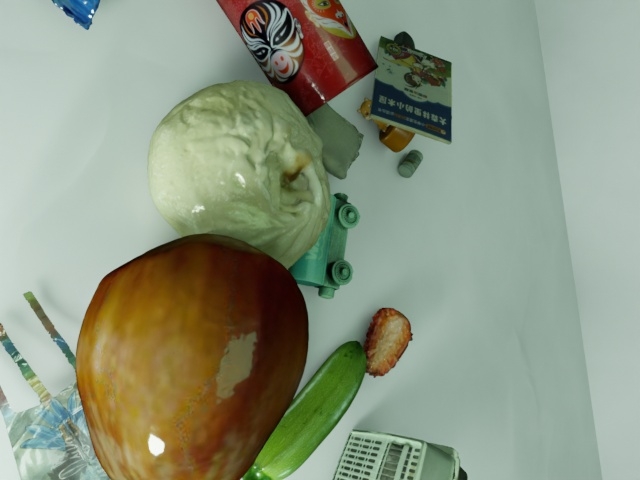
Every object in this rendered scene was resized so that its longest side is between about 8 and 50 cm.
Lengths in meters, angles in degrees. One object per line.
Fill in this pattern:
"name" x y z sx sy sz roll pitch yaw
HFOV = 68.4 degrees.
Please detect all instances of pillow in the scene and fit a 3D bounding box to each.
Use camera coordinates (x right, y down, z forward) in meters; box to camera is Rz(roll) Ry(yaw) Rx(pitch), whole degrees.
"pillow" 0.014 -0.241 1.095 0.181 0.077 0.134 36 61 -35

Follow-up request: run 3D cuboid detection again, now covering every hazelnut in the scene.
"hazelnut" -0.174 0.170 0.674 0.365 0.365 0.366 6 81 -45

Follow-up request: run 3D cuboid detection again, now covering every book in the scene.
"book" 0.249 -0.407 1.252 0.228 0.018 0.323 15 57 -10

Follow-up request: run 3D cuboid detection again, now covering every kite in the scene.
"kite" -0.372 0.223 0.669 0.169 0.015 0.310 -26 96 -43

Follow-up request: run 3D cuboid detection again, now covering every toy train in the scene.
"toy train" 0.000 0.000 1.055 0.159 0.101 0.248 18 72 -26

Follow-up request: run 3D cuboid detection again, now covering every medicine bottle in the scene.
"medicine bottle" 0.261 -0.222 1.364 0.047 0.047 0.083 56 51 -26

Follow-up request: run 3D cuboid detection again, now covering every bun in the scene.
"bun" -0.117 -0.116 0.844 0.349 0.227 0.353 29 64 -38

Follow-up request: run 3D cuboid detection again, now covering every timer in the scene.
"timer" 0.171 -0.326 1.254 0.152 0.132 0.132 25 67 -16

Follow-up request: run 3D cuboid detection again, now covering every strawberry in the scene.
"strawberry" 0.152 0.256 1.192 0.121 0.082 0.188 43 65 -10

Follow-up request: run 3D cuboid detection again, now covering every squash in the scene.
"squash" -0.015 0.360 0.984 0.395 0.107 0.107 -41 114 -41

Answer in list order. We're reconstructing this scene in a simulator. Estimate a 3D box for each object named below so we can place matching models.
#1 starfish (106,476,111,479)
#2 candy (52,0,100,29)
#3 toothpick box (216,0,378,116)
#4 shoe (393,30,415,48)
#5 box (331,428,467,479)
"starfish" -0.263 0.350 0.767 0.302 0.060 0.299 36 64 -37
"candy" -0.359 -0.515 0.749 0.187 0.077 0.331 41 61 -32
"toothpick box" -0.058 -0.426 0.917 0.204 0.204 0.333 -44 107 -39
"shoe" 0.268 -0.501 1.370 0.108 0.093 0.241 11 76 -46
"box" 0.164 0.537 1.020 0.166 0.290 0.221 38 59 -22
